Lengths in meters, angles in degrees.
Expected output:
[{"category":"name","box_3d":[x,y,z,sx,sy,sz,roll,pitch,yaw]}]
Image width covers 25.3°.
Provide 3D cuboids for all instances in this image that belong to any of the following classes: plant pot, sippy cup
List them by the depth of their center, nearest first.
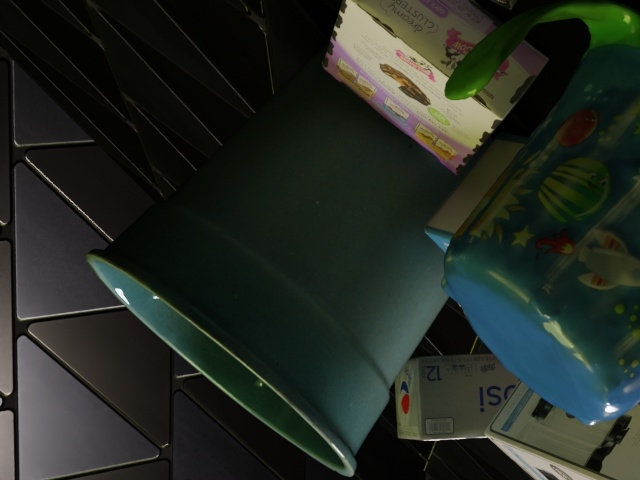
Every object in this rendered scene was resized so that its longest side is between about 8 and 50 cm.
[{"category":"sippy cup","box_3d":[0.213,-0.001,1.001,0.305,0.224,0.240,43,166,19]},{"category":"plant pot","box_3d":[0.000,0.000,1.436,0.341,0.334,0.341,37,168,9]}]

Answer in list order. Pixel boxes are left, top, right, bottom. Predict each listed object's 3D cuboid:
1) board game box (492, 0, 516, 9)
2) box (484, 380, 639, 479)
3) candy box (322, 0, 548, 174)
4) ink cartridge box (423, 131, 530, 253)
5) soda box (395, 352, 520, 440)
[{"category":"board game box","box_3d":[0.065,-0.248,1.000,0.194,0.060,0.194,33,167,27]},{"category":"box","box_3d":[0.300,0.220,1.317,0.169,0.087,0.290,43,167,-24]},{"category":"candy box","box_3d":[0.093,-0.153,1.235,0.165,0.070,0.196,39,168,2]},{"category":"ink cartridge box","box_3d":[0.277,0.056,1.300,0.307,0.129,0.223,45,167,-28]},{"category":"soda box","box_3d":[0.229,0.166,1.550,0.286,0.091,0.098,-1,174,-13]}]
